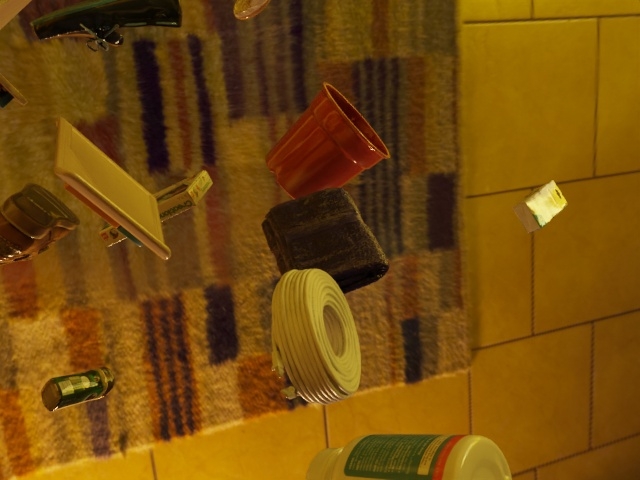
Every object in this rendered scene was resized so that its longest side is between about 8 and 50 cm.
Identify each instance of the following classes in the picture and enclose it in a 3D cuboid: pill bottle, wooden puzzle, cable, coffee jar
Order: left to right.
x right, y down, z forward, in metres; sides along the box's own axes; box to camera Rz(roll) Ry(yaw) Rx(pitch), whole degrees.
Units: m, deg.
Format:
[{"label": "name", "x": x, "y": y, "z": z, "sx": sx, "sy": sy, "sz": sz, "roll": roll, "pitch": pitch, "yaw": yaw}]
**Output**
[{"label": "coffee jar", "x": -0.675, "y": 0.413, "z": 1.751, "sx": 0.096, "sy": 0.079, "sz": 0.184, "roll": -44, "pitch": 157, "yaw": 28}, {"label": "wooden puzzle", "x": -0.346, "y": -0.082, "z": 1.019, "sx": 0.044, "sy": 0.238, "sz": 0.221, "roll": -41, "pitch": 126, "yaw": 3}, {"label": "cable", "x": -0.004, "y": 0.173, "z": 1.158, "sx": 0.089, "sy": 0.257, "sz": 0.257, "roll": -18, "pitch": 154, "yaw": 18}, {"label": "pill bottle", "x": 0.090, "y": 0.281, "z": 0.702, "sx": 0.124, "sy": 0.222, "sz": 0.124, "roll": 15, "pitch": 68, "yaw": -43}]

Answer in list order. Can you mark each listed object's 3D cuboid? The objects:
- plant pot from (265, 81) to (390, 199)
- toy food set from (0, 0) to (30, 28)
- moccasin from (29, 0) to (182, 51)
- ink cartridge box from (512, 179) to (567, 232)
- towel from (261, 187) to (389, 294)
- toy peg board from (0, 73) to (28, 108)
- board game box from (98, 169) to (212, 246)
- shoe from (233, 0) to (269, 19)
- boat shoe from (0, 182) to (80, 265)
[{"label": "plant pot", "x": 0.006, "y": -0.248, "z": 1.744, "sx": 0.265, "sy": 0.272, "sz": 0.272, "roll": -40, "pitch": 114, "yaw": 16}, {"label": "toy food set", "x": -0.333, "y": -0.180, "z": 0.501, "sx": 0.220, "sy": 0.306, "sz": 0.092, "roll": -26, "pitch": 120, "yaw": 26}, {"label": "moccasin", "x": -0.478, "y": -0.498, "z": 1.438, "sx": 0.342, "sy": 0.137, "sz": 0.116, "roll": -19, "pitch": 120, "yaw": -13}, {"label": "ink cartridge box", "x": 0.337, "y": -0.053, "z": 0.958, "sx": 0.083, "sy": 0.028, "sz": 0.048, "roll": -32, "pitch": 91, "yaw": -33}, {"label": "towel", "x": 0.000, "y": 0.000, "z": 1.392, "sx": 0.228, "sy": 0.308, "sz": 0.076, "roll": -22, "pitch": 131, "yaw": -3}, {"label": "toy peg board", "x": -0.766, "y": -0.356, "z": 1.387, "sx": 0.079, "sy": 0.161, "sz": 0.160, "roll": -51, "pitch": 141, "yaw": -15}, {"label": "board game box", "x": -0.474, "y": -0.095, "z": 1.812, "sx": 0.305, "sy": 0.193, "sz": 0.053, "roll": -23, "pitch": 110, "yaw": 15}, {"label": "shoe", "x": -0.138, "y": -0.630, "z": 1.535, "sx": 0.219, "sy": 0.076, "sz": 0.058, "roll": -32, "pitch": 148, "yaw": 22}, {"label": "boat shoe", "x": -0.515, "y": -0.027, "z": 1.094, "sx": 0.111, "sy": 0.307, "sz": 0.104, "roll": 43, "pitch": 89, "yaw": -8}]
